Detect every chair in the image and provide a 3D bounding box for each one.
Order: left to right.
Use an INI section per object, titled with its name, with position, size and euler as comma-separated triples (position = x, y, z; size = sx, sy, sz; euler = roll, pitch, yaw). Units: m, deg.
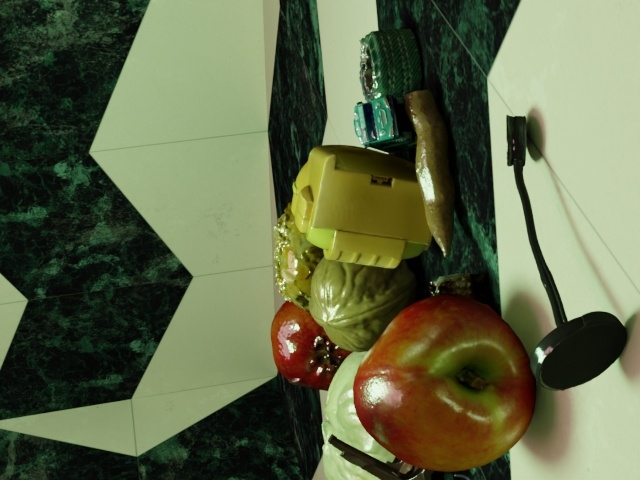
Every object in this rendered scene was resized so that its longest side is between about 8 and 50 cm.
[chair]
position = 0.199, 0.405, 1.842
size = 0.326, 0.183, 0.175
euler = 38, 176, -11

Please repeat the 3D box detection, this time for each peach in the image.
[peach]
position = 0.165, 0.212, 1.444
size = 0.274, 0.245, 0.248
euler = 119, 136, -71

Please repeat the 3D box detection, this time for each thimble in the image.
[thimble]
position = 0.123, -0.305, 1.769
size = 0.118, 0.090, 0.135
euler = -167, 72, -77

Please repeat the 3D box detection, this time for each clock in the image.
[clock]
position = 0.073, -0.081, 1.840
size = 0.317, 0.244, 0.200
euler = -113, 35, -71

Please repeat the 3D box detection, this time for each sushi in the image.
[sushi]
position = 0.210, 0.093, 1.563
size = 0.094, 0.098, 0.084
euler = 161, 102, -83

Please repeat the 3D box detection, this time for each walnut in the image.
[walnut]
position = 0.079, 0.108, 1.951
size = 0.228, 0.228, 0.227
euler = 172, 90, -80

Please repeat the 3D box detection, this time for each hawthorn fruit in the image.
[hawthorn fruit]
position = 0.023, 0.199, 2.313
size = 0.307, 0.265, 0.265
euler = -72, -22, -72

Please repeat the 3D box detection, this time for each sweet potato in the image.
[sweet potato]
position = 0.188, -0.108, 1.638
size = 0.067, 0.059, 0.281
euler = 153, 109, -67

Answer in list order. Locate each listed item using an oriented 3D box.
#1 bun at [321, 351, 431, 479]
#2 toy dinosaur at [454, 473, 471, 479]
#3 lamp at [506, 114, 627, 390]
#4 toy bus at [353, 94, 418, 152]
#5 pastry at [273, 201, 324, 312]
[bun]
position = 0.105, 0.401, 2.076
size = 0.361, 0.213, 0.361
euler = 173, 90, -83
[toy dinosaur]
position = 0.259, 0.481, 1.648
size = 0.045, 0.080, 0.197
euler = 121, 140, -79
[lamp]
position = 0.291, 0.001, 1.208
size = 0.130, 0.109, 0.371
euler = 75, -167, -47
[toy bus]
position = 0.117, -0.197, 1.723
size = 0.160, 0.092, 0.079
euler = 1, -102, -70
[pastry]
position = 0.000, 0.000, 2.124
size = 0.162, 0.311, 0.255
euler = 20, 137, 28
